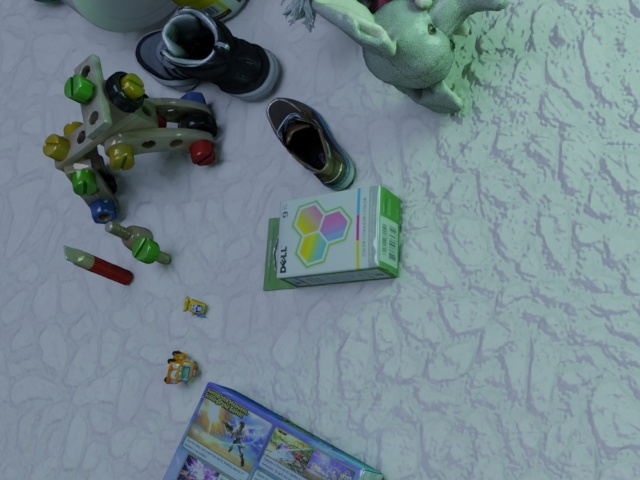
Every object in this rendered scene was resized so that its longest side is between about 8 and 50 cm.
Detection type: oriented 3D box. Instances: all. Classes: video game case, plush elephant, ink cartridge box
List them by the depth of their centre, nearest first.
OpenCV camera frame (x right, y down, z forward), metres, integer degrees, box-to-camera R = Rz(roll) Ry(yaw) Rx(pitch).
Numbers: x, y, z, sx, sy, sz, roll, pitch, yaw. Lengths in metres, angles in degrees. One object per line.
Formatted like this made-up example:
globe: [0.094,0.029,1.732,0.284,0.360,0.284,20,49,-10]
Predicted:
plush elephant: [0.114,-0.309,1.446,0.330,0.272,0.255,-39,63,20]
video game case: [-0.084,0.344,1.464,0.269,0.061,0.244,24,88,35]
ink cartridge box: [0.000,0.000,1.528,0.209,0.062,0.109,-7,71,30]

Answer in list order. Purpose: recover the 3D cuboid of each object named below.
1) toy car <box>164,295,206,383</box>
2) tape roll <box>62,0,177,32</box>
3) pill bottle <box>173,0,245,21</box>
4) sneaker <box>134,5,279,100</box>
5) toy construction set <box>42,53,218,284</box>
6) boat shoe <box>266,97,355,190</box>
toy car: [-0.182,0.140,1.599,0.040,0.060,0.122,13,87,2]
tape roll: [-0.322,-0.461,1.771,0.169,0.246,0.246,40,96,34]
pill bottle: [-0.202,-0.413,1.698,0.117,0.215,0.117,-10,69,28]
sneaker: [-0.197,-0.284,1.689,0.268,0.153,0.101,17,83,34]
toy construction set: [-0.312,-0.113,1.651,0.257,0.237,0.309,-2,73,31]
boat shoe: [-0.022,-0.145,1.587,0.066,0.066,0.183,-49,56,8]
